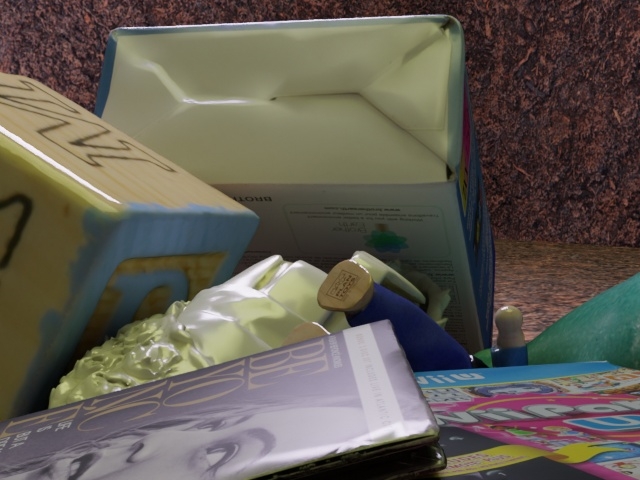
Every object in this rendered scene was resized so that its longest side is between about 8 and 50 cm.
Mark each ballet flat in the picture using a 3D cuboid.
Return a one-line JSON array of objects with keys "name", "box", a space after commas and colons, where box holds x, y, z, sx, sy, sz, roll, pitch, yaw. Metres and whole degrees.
[{"name": "ballet flat", "box": [-0.017, 0.065, 0.770, 0.147, 0.147, 0.409, 1, 3, 20]}]

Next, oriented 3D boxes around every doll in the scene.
[{"name": "doll", "box": [0.067, 0.086, 0.685, 0.189, 0.129, 0.046, 42, -18, -30]}]

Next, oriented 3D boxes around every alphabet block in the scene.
[{"name": "alphabet block", "box": [-0.190, 0.017, 0.801, 0.197, 0.192, 0.193, 32, 9, 17]}]

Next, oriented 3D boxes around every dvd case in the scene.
[{"name": "dvd case", "box": [-0.071, 0.080, 0.486, 0.221, 0.018, 0.164, -14, 9, 0]}]

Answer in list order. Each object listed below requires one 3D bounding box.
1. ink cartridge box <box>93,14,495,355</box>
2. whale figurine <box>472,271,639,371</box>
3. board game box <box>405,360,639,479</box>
[{"name": "ink cartridge box", "box": [0.000, 0.000, 1.064, 0.270, 0.151, 0.395, 1, -31, 12]}, {"name": "whale figurine", "box": [0.199, 0.075, 0.819, 0.216, 0.141, 0.272, -4, 2, -42]}, {"name": "board game box", "box": [0.105, 0.117, 0.498, 0.224, 0.098, 0.303, -2, 3, -23]}]
